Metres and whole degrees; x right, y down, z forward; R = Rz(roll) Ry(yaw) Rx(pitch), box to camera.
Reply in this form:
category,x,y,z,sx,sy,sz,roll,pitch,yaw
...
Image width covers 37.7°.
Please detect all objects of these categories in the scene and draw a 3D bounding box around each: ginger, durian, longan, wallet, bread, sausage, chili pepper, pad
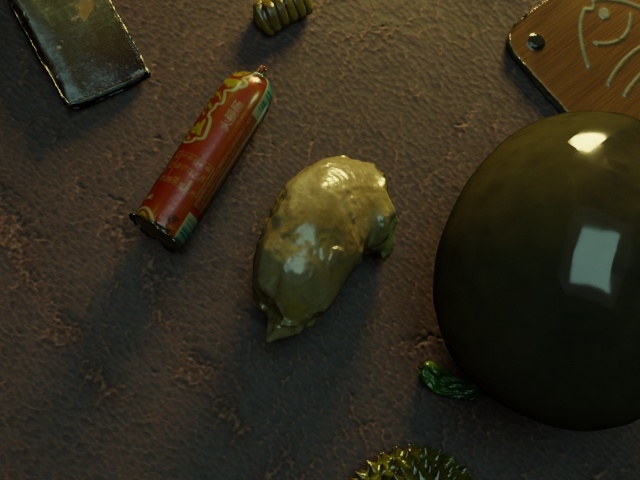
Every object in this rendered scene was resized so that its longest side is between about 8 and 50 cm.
category,x,y,z,sx,sy,sz,roll,pitch,yaw
ginger,0.000,0.000,1.108,0.152,0.138,0.267,45,69,-1
durian,0.090,0.308,1.056,0.208,0.102,0.146,-26,67,-14
longan,0.297,0.035,1.056,0.360,0.361,0.361,2,75,-8
wallet,-0.319,-0.282,1.185,0.121,0.031,0.232,-26,83,-19
bread,-0.048,-0.306,1.232,0.088,0.033,0.049,-28,88,-15
sausage,-0.133,-0.111,1.149,0.083,0.083,0.264,30,71,0
chili pepper,0.159,0.173,1.142,0.091,0.030,0.034,20,48,-6
pad,0.436,-0.253,1.303,0.286,0.018,0.284,-38,84,-17
